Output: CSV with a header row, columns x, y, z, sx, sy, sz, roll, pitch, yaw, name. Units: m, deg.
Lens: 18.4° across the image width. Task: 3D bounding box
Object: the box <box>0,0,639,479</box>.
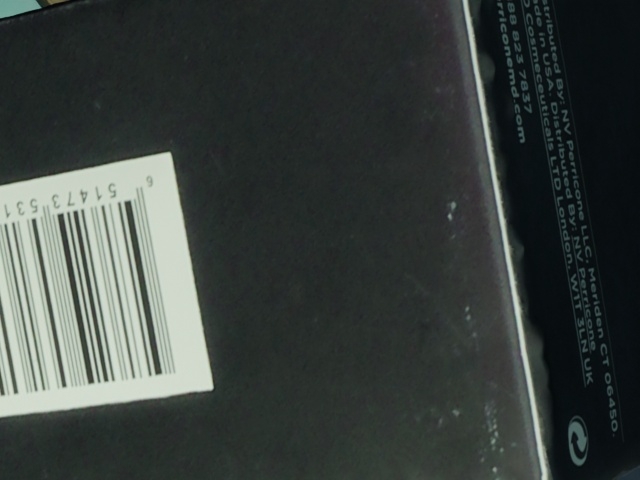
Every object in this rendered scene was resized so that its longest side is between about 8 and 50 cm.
x,y,z,sx,sy,sz,roll,pitch,yaw,name
0.000,0.000,0.725,0.296,0.294,0.183,-9,92,31,box
